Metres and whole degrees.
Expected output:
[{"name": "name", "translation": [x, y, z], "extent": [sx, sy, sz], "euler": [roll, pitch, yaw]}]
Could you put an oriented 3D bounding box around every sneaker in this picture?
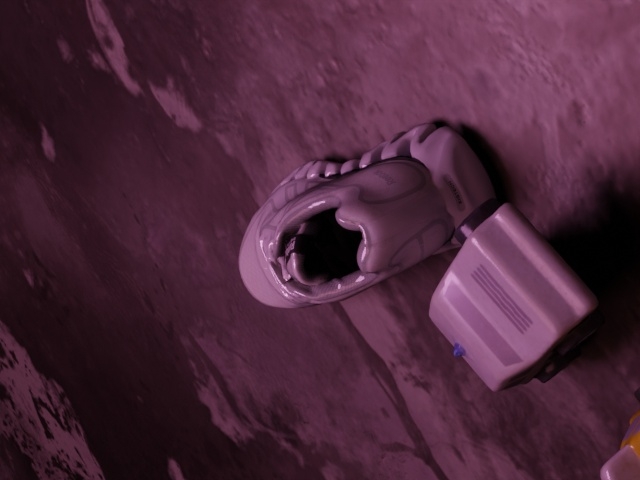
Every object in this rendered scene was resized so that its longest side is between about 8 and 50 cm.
[{"name": "sneaker", "translation": [0.000, 0.000, 0.926], "extent": [0.110, 0.118, 0.292], "euler": [59, 149, -3]}]

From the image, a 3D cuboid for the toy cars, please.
[{"name": "toy cars", "translation": [0.147, 0.080, 0.703], "extent": [0.176, 0.087, 0.394], "euler": [56, 171, -26]}]
